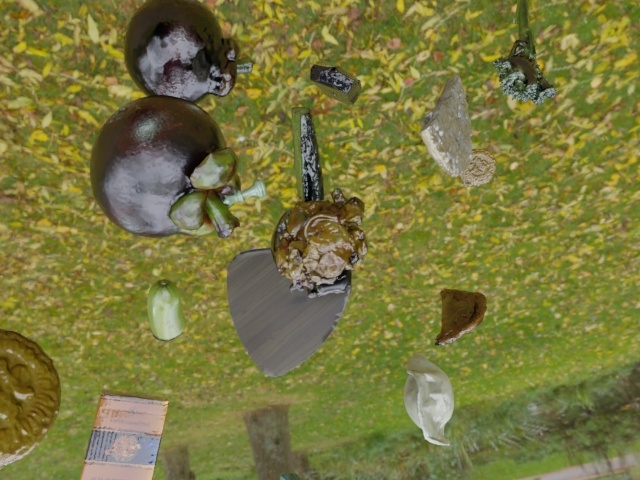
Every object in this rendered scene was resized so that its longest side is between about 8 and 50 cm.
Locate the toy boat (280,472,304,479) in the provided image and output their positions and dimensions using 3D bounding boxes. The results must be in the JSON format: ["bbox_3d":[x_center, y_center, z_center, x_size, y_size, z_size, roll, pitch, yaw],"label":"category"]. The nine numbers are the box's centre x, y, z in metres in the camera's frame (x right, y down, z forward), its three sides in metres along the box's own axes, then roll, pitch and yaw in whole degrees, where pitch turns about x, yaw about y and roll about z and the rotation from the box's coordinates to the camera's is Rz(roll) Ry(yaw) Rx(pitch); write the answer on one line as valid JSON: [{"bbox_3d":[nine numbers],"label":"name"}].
[{"bbox_3d":[0.022,0.602,1.113,0.276,0.084,0.111,8,161,37],"label":"toy boat"}]

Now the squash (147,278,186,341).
[{"bbox_3d":[-0.401,0.169,1.302,0.095,0.095,0.188,-4,136,-10],"label":"squash"}]

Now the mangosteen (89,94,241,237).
[{"bbox_3d":[-0.334,-0.150,1.104,0.330,0.330,0.330,-7,148,-4],"label":"mangosteen"}]

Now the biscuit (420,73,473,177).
[{"bbox_3d":[0.223,-0.181,0.852,0.032,0.250,0.133,-12,117,33],"label":"biscuit"}]

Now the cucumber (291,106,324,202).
[{"bbox_3d":[-0.024,-0.196,1.163,0.062,0.078,0.211,-10,115,-18],"label":"cucumber"}]

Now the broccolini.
[{"bbox_3d":[0.255,-0.281,0.661,0.057,0.254,0.071,-17,147,37],"label":"broccolini"}]

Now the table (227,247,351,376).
[{"bbox_3d":[-0.086,0.160,1.364,0.317,0.317,0.249,-13,169,5],"label":"table"}]

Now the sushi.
[{"bbox_3d":[0.003,0.006,1.062,0.213,0.200,0.204,-20,161,-5],"label":"sushi"}]

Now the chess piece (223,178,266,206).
[{"bbox_3d":[-0.165,-0.098,1.093,0.093,0.042,0.042,-25,153,-19],"label":"chess piece"}]

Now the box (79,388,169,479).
[{"bbox_3d":[-0.441,0.466,1.140,0.152,0.237,0.070,14,162,-20],"label":"box"}]

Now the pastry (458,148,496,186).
[{"bbox_3d":[0.418,-0.193,1.364,0.097,0.109,0.057,30,-177,6],"label":"pastry"}]

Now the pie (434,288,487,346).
[{"bbox_3d":[0.247,0.128,0.884,0.088,0.191,0.033,-22,105,24],"label":"pie"}]

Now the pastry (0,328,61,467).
[{"bbox_3d":[-0.442,0.208,0.668,0.103,0.189,0.188,-33,142,24],"label":"pastry"}]

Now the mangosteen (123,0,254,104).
[{"bbox_3d":[-0.366,-0.487,1.362,0.313,0.297,0.297,42,137,2],"label":"mangosteen"}]

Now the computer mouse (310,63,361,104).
[{"bbox_3d":[0.049,-0.416,1.339,0.122,0.073,0.217,22,-172,9],"label":"computer mouse"}]

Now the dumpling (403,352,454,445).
[{"bbox_3d":[0.200,0.296,0.980,0.100,0.169,0.134,0,156,32],"label":"dumpling"}]
